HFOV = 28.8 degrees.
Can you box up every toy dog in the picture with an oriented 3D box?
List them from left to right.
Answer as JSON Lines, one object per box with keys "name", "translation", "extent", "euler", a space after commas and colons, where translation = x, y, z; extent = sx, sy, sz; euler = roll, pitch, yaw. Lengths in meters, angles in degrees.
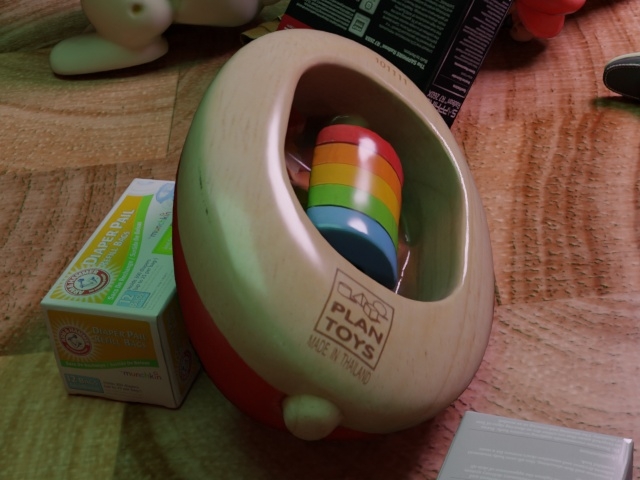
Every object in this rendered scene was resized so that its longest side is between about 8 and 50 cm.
{"name": "toy dog", "translation": [-0.235, -0.450, 1.557], "extent": [0.395, 0.408, 0.284], "euler": [3, 37, 28]}

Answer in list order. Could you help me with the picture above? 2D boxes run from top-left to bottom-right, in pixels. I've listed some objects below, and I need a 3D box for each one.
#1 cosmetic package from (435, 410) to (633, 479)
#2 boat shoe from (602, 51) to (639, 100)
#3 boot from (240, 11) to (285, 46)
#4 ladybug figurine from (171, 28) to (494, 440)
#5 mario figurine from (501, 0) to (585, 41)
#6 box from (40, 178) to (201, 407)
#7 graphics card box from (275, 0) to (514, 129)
{"name": "cosmetic package", "translation": [0.121, 0.229, 0.803], "extent": [0.127, 0.107, 0.238], "euler": [9, 40, 22]}
{"name": "boat shoe", "translation": [0.383, -0.171, 1.372], "extent": [0.152, 0.056, 0.049], "euler": [10, 33, 24]}
{"name": "boot", "translation": [-0.032, -0.280, 1.601], "extent": [0.152, 0.073, 0.197], "euler": [-20, 32, -9]}
{"name": "ladybug figurine", "translation": [0.000, 0.000, 1.042], "extent": [0.162, 0.305, 0.449], "euler": [-43, 20, 33]}
{"name": "mario figurine", "translation": [0.192, -0.301, 1.579], "extent": [0.320, 0.170, 0.198], "euler": [11, 74, 42]}
{"name": "box", "translation": [-0.149, 0.042, 1.121], "extent": [0.114, 0.103, 0.203], "euler": [4, 36, 17]}
{"name": "graphics card box", "translation": [0.120, -0.335, 1.394], "extent": [0.233, 0.371, 0.094], "euler": [32, 13, 34]}
